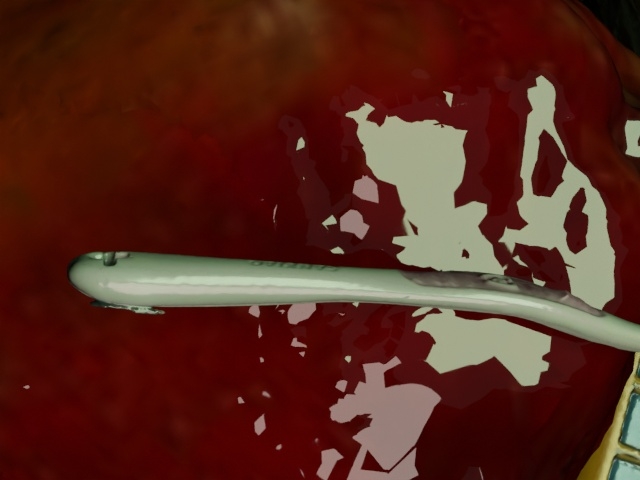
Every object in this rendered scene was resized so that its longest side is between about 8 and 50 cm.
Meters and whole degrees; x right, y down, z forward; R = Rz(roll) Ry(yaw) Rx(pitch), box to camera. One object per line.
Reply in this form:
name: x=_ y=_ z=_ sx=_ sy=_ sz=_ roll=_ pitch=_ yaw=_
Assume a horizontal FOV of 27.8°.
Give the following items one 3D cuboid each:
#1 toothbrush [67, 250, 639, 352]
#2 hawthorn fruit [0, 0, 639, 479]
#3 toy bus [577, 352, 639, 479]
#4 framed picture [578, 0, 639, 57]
toothbrush: x=0.039 y=0.018 z=0.329 sx=0.204 sy=0.017 sz=0.022 roll=4 pitch=105 yaw=-12
hawthorn fruit: x=0.000 y=0.000 z=0.449 sx=0.265 sy=0.307 sz=0.265 roll=-14 pitch=90 yaw=-71
toy bus: x=0.164 y=0.097 z=0.688 sx=0.136 sy=0.126 sz=0.209 roll=25 pitch=76 yaw=-26
framed picture: x=0.112 y=-0.096 z=0.575 sx=0.017 sy=0.274 sz=0.217 roll=-14 pitch=100 yaw=-4
